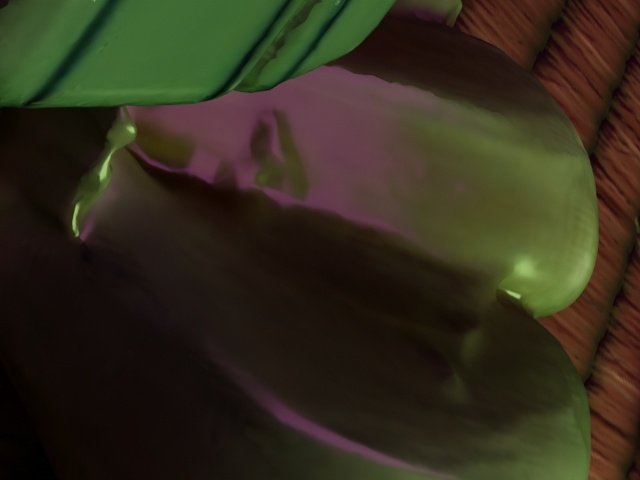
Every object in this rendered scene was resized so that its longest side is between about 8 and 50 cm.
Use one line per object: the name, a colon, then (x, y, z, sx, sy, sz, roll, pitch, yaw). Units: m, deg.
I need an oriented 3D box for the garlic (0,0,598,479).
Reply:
garlic: (-0.001, 0.000, 0.625, 0.325, 0.132, 0.279, 24, 57, -47)

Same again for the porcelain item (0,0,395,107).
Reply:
porcelain item: (-0.059, -0.187, 0.401, 0.281, 0.286, 0.157, 46, 28, 18)
